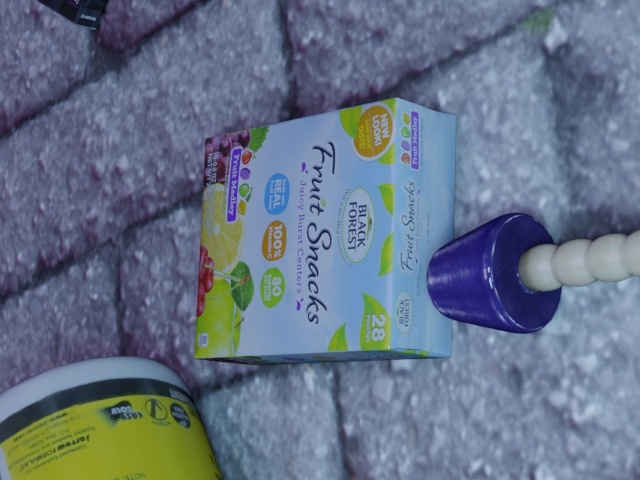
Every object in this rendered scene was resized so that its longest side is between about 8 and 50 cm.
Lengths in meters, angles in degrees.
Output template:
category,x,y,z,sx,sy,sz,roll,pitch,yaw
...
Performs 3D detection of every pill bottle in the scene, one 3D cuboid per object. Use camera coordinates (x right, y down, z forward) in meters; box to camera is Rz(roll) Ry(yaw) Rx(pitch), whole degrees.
category,x,y,z,sx,sy,sz,roll,pitch,yaw
pill bottle,-0.136,0.267,1.076,0.188,0.188,0.334,-46,53,31

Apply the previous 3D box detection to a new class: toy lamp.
category,x,y,z,sx,sy,sz,roll,pitch,yaw
toy lamp,0.178,0.011,0.867,0.274,0.080,0.080,-10,76,47

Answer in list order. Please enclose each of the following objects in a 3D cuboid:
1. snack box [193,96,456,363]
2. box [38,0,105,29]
category,x,y,z,sx,sy,sz,roll,pitch,yaw
snack box,0.000,0.000,1.066,0.207,0.070,0.174,-8,77,44
box,-0.223,-0.292,1.389,0.116,0.029,0.162,35,107,45
